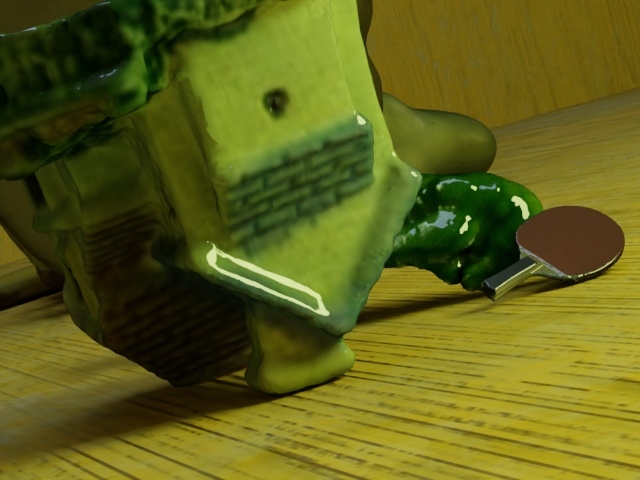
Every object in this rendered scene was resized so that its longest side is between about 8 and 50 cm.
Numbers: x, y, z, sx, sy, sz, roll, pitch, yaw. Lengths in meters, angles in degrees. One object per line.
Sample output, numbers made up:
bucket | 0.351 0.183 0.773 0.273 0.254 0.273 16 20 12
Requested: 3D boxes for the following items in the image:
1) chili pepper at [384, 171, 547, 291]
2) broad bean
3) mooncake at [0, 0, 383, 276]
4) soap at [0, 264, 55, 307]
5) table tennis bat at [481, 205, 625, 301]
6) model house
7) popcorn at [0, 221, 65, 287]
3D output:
chili pepper | 0.002 0.006 0.937 0.257 0.074 0.100 -15 48 37
broad bean | 0.066 -0.074 1.706 0.189 0.121 0.263 -18 -13 34
mooncake | -0.127 -0.150 1.510 0.378 0.378 0.201 -14 1 16
soap | -0.323 0.049 1.844 0.089 0.033 0.168 -14 3 43
table tennis bat | 0.111 0.007 0.839 0.083 0.007 0.050 -28 47 -29
model house | -0.061 -0.023 0.768 0.195 0.189 0.214 -25 10 -20
popcorn | -0.211 -0.052 1.766 0.286 0.174 0.225 -42 -13 -32
